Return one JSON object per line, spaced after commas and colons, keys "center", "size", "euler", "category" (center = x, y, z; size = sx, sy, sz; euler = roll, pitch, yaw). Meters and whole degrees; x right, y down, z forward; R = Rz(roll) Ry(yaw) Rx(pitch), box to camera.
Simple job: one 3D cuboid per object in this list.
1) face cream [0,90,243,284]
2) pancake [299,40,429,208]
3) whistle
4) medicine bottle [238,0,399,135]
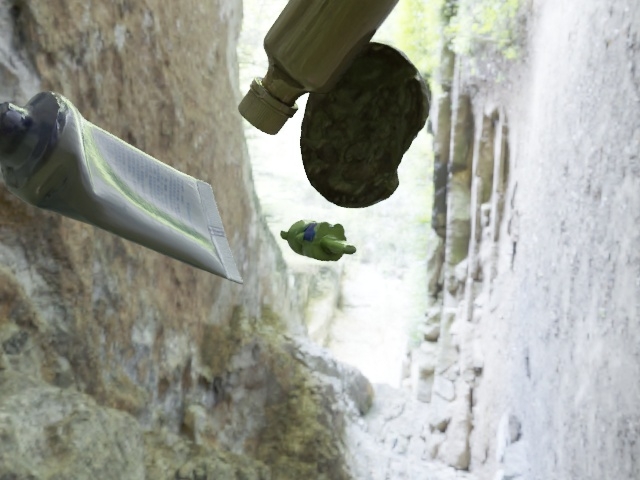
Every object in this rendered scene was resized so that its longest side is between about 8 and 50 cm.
{"center": [-0.286, -0.083, 0.975], "size": [0.420, 0.137, 0.234], "euler": [28, -151, -47], "category": "face cream"}
{"center": [0.057, -0.162, 0.932], "size": [0.042, 0.223, 0.236], "euler": [-5, -73, -46], "category": "pancake"}
{"center": [0.000, 0.000, 1.361], "size": [0.227, 0.105, 0.085], "euler": [14, 96, 59], "category": "whistle"}
{"center": [-0.012, -0.251, 0.849], "size": [0.252, 0.114, 0.114], "euler": [-51, 4, 20], "category": "medicine bottle"}
